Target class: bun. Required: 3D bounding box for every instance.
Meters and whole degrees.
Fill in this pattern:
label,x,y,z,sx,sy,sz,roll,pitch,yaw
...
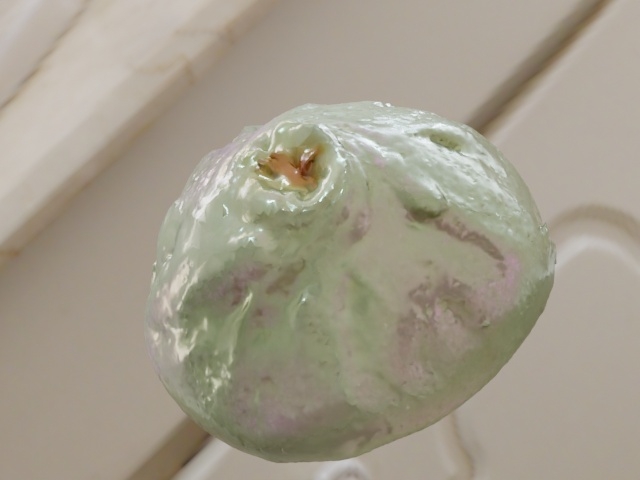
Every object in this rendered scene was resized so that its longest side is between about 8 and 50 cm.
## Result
label,x,y,z,sx,sy,sz,roll,pitch,yaw
bun,0.000,0.000,1.170,0.293,0.187,0.293,-17,35,13
